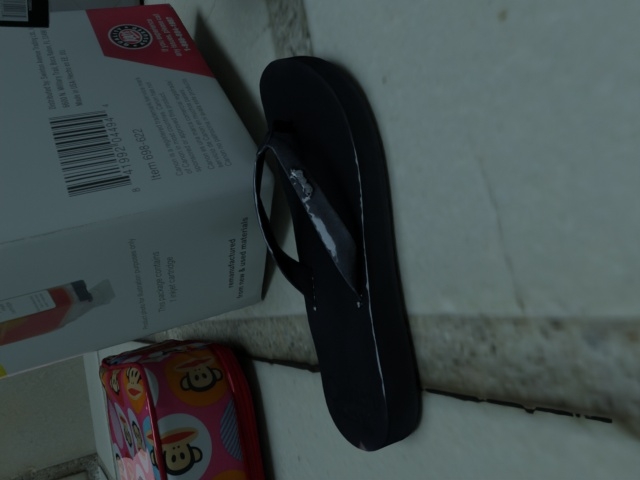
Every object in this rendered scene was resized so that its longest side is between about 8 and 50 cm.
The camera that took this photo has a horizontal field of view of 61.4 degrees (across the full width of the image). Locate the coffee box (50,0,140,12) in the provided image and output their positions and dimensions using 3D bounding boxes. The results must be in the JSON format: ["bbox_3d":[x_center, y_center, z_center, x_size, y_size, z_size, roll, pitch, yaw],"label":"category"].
[{"bbox_3d":[-0.365,-0.315,0.820,0.297,0.118,0.168,39,131,49],"label":"coffee box"}]

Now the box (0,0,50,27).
[{"bbox_3d":[-0.180,-0.238,0.297,0.207,0.036,0.114,-50,57,53],"label":"box"}]

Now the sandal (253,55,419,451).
[{"bbox_3d":[0.001,0.000,0.330,0.097,0.054,0.255,-31,70,58],"label":"sandal"}]

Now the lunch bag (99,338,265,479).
[{"bbox_3d":[-0.162,0.247,0.606,0.293,0.120,0.258,-15,84,59],"label":"lunch bag"}]

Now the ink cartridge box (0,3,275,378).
[{"bbox_3d":[-0.269,-0.044,0.438,0.279,0.384,0.160,60,152,33],"label":"ink cartridge box"}]
